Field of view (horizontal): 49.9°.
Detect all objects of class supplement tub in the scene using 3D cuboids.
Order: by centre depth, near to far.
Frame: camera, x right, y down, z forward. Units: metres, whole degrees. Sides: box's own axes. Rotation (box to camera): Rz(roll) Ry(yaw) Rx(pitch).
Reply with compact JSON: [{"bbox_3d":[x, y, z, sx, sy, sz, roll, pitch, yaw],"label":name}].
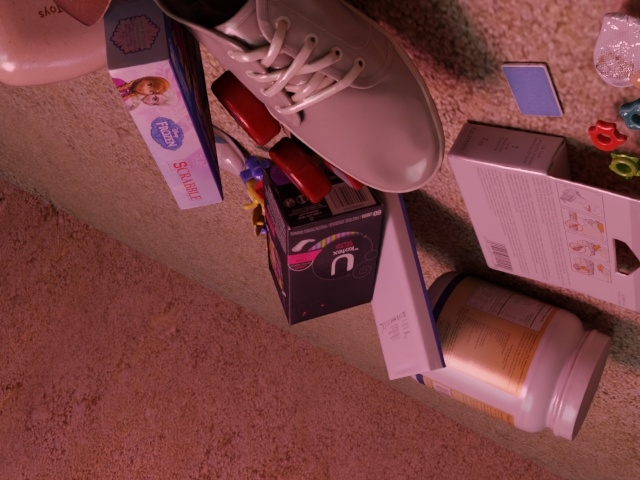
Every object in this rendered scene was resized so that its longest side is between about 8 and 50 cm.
[{"bbox_3d":[0.339,0.207,1.256,0.316,0.228,0.228,21,159,29],"label":"supplement tub"}]

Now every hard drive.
[{"bbox_3d":[0.127,0.074,1.194,0.040,0.319,0.210,-10,167,-14],"label":"hard drive"}]

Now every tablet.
[{"bbox_3d":[0.244,-0.172,0.790,0.054,0.006,0.083,13,155,41],"label":"tablet"}]

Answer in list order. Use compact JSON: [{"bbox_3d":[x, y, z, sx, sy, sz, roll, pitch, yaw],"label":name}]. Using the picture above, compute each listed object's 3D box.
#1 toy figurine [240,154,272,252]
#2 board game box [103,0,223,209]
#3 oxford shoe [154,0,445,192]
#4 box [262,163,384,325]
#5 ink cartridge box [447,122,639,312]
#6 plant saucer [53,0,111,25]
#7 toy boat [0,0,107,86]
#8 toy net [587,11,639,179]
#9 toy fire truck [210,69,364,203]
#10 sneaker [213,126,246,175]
[{"bbox_3d":[-0.061,-0.074,1.382,0.217,0.191,0.363,53,174,35],"label":"toy figurine"},{"bbox_3d":[-0.195,-0.248,0.847,0.065,0.318,0.319,-11,159,-3],"label":"board game box"},{"bbox_3d":[-0.029,-0.195,0.703,0.169,0.130,0.449,-28,122,27],"label":"oxford shoe"},{"bbox_3d":[0.000,0.000,1.184,0.270,0.165,0.143,91,160,-50],"label":"box"},{"bbox_3d":[0.331,-0.024,0.939,0.261,0.066,0.296,18,158,34],"label":"ink cartridge box"},{"bbox_3d":[-0.242,-0.365,0.646,0.050,0.311,0.310,-6,180,-30],"label":"plant saucer"},{"bbox_3d":[-0.395,-0.385,0.959,0.148,0.267,0.319,8,120,54],"label":"toy boat"},{"bbox_3d":[0.321,-0.146,0.689,0.122,0.045,0.232,11,151,49],"label":"toy net"},{"bbox_3d":[-0.043,-0.208,0.953,0.302,0.169,0.254,47,180,-41],"label":"toy fire truck"},{"bbox_3d":[-0.252,-0.192,1.364,0.228,0.092,0.087,35,159,-15],"label":"sneaker"}]
